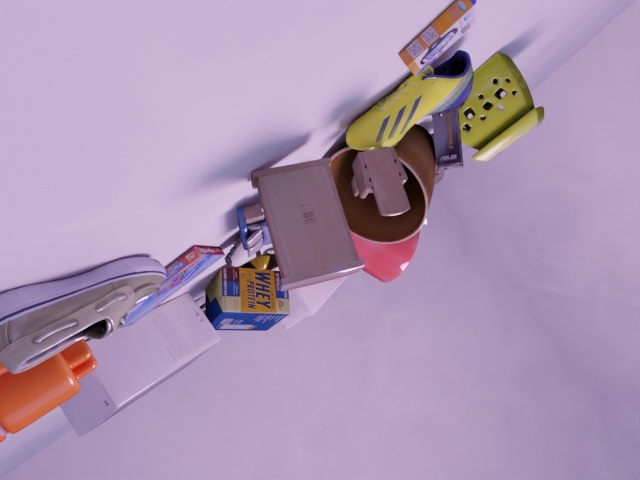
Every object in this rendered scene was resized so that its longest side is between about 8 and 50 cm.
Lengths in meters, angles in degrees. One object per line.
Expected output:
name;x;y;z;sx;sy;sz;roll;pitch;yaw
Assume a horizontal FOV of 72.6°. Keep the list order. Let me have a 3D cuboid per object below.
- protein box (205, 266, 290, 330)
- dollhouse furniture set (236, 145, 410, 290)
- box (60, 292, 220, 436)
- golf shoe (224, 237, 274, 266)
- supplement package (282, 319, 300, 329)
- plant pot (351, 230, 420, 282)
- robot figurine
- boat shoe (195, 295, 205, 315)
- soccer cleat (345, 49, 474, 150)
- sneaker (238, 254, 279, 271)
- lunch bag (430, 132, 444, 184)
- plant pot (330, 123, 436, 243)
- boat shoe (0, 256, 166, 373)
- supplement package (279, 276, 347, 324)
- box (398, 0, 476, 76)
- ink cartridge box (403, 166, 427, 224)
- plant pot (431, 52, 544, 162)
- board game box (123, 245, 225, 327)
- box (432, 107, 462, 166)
protein box;-0.225;0.183;1.316;0.201;0.135;0.200;6;152;-27
dollhouse furniture set;0.000;0.000;0.847;0.287;0.198;0.303;-13;164;-14
box;-0.474;0.309;1.137;0.215;0.168;0.345;-39;174;31
golf shoe;-0.100;-0.005;1.047;0.273;0.120;0.105;-35;177;-10
supplement package;-0.138;0.206;1.810;0.145;0.261;0.204;-37;175;11
plant pot;0.174;-0.020;1.540;0.275;0.243;0.275;-57;-162;31
robot figurine;-0.473;0.228;0.680;0.219;0.128;0.158;-32;-168;-34
boat shoe;-0.361;0.239;1.585;0.117;0.096;0.324;-38;174;13
soccer cleat;0.164;-0.265;0.816;0.289;0.093;0.121;-30;143;-14
sneaker;-0.133;0.049;1.437;0.290;0.105;0.123;-26;178;7
lunch bag;0.289;-0.222;1.391;0.287;0.169;0.235;-47;170;31
plant pot;0.164;-0.159;0.987;0.237;0.237;0.254;-43;-174;47
boat shoe;-0.337;0.103;0.640;0.109;0.094;0.302;-39;174;25
supplement package;-0.059;0.144;1.599;0.175;0.177;0.293;-24;-170;37
box;0.189;-0.320;0.679;0.136;0.028;0.081;-37;174;23
ink cartridge box;0.194;-0.133;1.143;0.153;0.208;0.087;-9;139;20
plant pot;0.481;-0.356;1.217;0.228;0.207;0.227;-39;174;35
board game box;-0.346;0.105;0.945;0.281;0.027;0.145;-37;176;4
box;0.302;-0.263;1.031;0.056;0.182;0.231;-4;-175;19
